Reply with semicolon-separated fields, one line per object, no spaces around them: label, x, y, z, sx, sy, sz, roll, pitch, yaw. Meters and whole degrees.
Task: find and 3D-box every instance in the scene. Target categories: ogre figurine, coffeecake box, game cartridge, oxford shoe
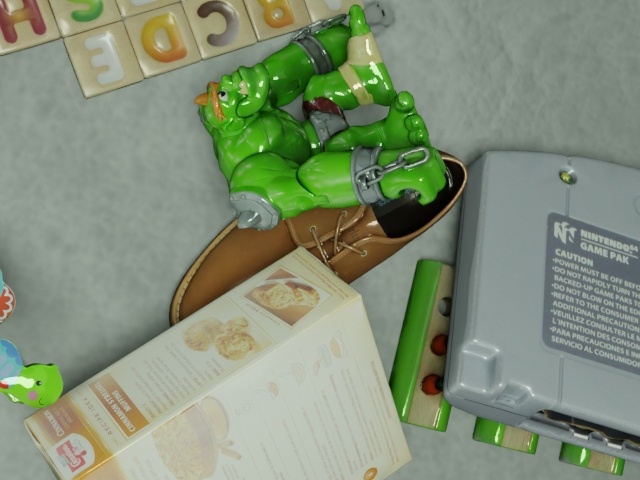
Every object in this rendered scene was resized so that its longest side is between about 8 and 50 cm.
ogre figurine;-0.007;-0.065;0.698;0.118;0.097;0.197;-23;55;-1
coffeecake box;-0.052;0.115;0.684;0.185;0.068;0.142;-32;130;-18
game cartridge;0.224;0.051;0.783;0.294;0.060;0.196;18;62;-13
oxford shoe;0.000;0.000;0.738;0.212;0.076;0.076;-35;99;-15

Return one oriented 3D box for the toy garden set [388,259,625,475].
toy garden set;0.160;0.141;0.794;0.244;0.049;0.203;16;82;-17

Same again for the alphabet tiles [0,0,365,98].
alphabet tiles;-0.108;-0.206;0.749;0.237;0.009;0.198;-21;94;-19

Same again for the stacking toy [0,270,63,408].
stacking toy;-0.208;-0.005;0.621;0.052;0.167;0.221;-38;98;-17
